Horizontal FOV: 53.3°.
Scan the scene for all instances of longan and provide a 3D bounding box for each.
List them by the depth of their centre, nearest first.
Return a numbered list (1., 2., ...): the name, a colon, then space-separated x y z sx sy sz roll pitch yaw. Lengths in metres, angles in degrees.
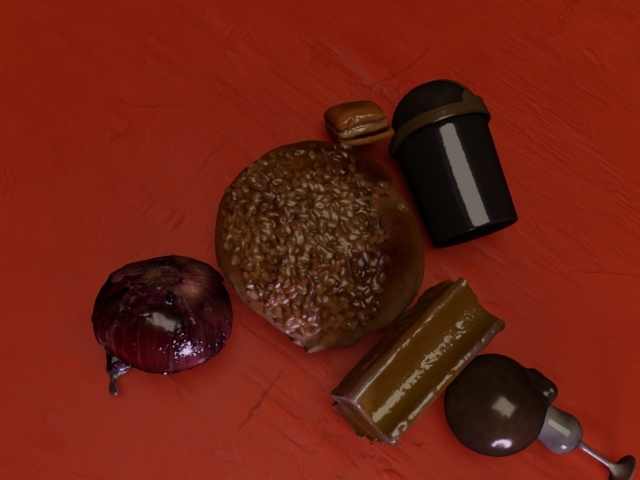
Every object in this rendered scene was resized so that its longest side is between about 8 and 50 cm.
1. longan: 0.326 0.292 1.157 0.204 0.159 0.185 -19 55 14

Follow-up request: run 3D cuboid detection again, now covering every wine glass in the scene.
1. wine glass: 0.480 0.380 1.193 0.195 0.079 0.079 34 72 5

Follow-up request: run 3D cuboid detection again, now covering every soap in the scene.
1. soap: 0.159 0.220 1.121 0.143 0.259 0.281 44 72 5

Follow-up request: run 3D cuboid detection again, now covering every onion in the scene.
1. onion: -0.280 0.142 1.142 0.252 0.219 0.252 12 32 -7

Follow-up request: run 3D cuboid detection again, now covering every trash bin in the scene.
1. trash bin: 0.255 -0.166 1.287 0.214 0.214 0.334 -13 79 -10

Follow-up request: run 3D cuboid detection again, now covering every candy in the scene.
1. candy: -0.378 0.201 1.189 0.043 0.045 0.175 0 72 -19

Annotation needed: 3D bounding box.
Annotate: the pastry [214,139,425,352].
1. pastry: 0.000 0.000 1.187 0.409 0.245 0.410 1 74 -4

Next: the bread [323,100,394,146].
1. bread: 0.074 -0.242 1.304 0.115 0.200 0.077 -17 110 -3
